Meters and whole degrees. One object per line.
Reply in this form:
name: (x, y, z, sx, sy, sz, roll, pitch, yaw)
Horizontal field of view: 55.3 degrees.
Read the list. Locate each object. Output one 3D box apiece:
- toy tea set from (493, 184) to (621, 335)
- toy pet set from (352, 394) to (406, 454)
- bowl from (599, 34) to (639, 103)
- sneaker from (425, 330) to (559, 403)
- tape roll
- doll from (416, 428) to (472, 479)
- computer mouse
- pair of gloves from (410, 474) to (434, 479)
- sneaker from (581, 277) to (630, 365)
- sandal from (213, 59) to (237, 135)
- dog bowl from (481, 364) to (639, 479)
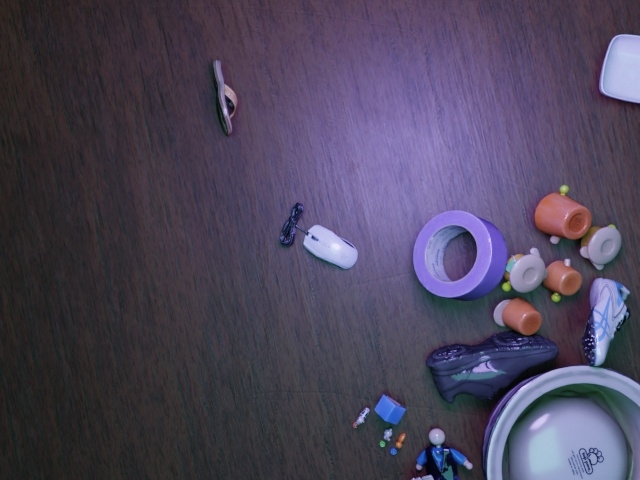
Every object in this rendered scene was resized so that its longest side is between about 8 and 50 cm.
toy tea set: (0.492, 0.046, 1.357, 0.336, 0.124, 0.200, -46, 115, 1)
toy pet set: (0.148, 0.422, 1.399, 0.122, 0.065, 0.114, 32, 93, 5)
bowl: (0.689, -0.372, 1.345, 0.141, 0.053, 0.142, 14, 92, 6)
sneaker: (0.387, 0.285, 1.365, 0.286, 0.109, 0.130, -14, 98, 13)
tape roll: (0.302, 0.034, 1.328, 0.188, 0.080, 0.189, -10, 74, 40)
doll: (0.282, 0.524, 1.392, 0.129, 0.046, 0.189, -12, 82, 16)
computer mouse: (0.000, 0.000, 1.428, 0.192, 0.042, 0.106, 29, 92, 6)
pair of gloves: (0.215, 0.641, 1.369, 0.240, 0.042, 0.204, -37, 87, 26)
sneaker: (0.603, 0.168, 1.282, 0.086, 0.237, 0.085, 15, 135, 20)
sandal: (-0.222, -0.341, 1.448, 0.048, 0.072, 0.180, -7, 85, -15)
dog bowl: (0.528, 0.461, 1.291, 0.407, 0.150, 0.409, 0, 85, -1)
